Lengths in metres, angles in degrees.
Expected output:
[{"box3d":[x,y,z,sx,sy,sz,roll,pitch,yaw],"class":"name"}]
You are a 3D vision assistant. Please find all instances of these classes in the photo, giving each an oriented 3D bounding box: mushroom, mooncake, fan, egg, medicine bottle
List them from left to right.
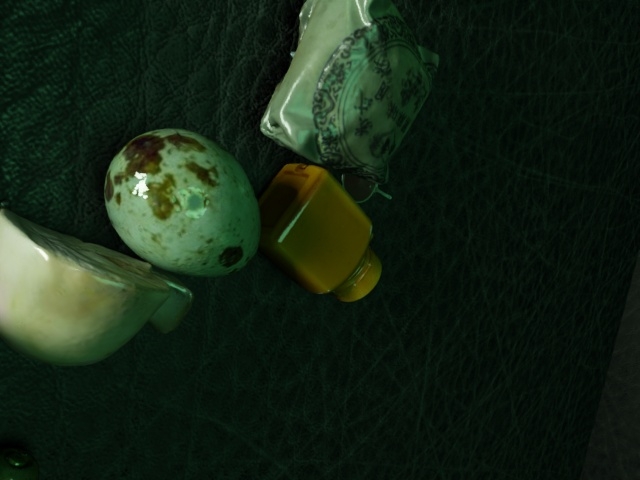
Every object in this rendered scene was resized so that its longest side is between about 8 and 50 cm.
[{"box3d":[-0.269,0.089,0.596,0.236,0.173,0.162,25,92,-35],"class":"mushroom"},{"box3d":[-0.161,-0.037,0.662,0.169,0.169,0.231,-54,137,-15],"class":"egg"},{"box3d":[-0.001,0.000,0.836,0.222,0.112,0.149,46,72,-37],"class":"medicine bottle"},{"box3d":[0.059,-0.223,0.783,0.254,0.136,0.250,15,103,-51],"class":"mooncake"},{"box3d":[0.087,-0.100,0.951,0.133,0.005,0.085,24,85,-39],"class":"fan"}]

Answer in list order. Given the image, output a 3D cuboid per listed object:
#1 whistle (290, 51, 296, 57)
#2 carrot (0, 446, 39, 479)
[{"box3d":[-0.011,-0.272,0.811,0.083,0.033,0.029,9,122,-45],"class":"whistle"},{"box3d":[-0.444,0.382,0.618,0.078,0.078,0.298,41,81,-38],"class":"carrot"}]
